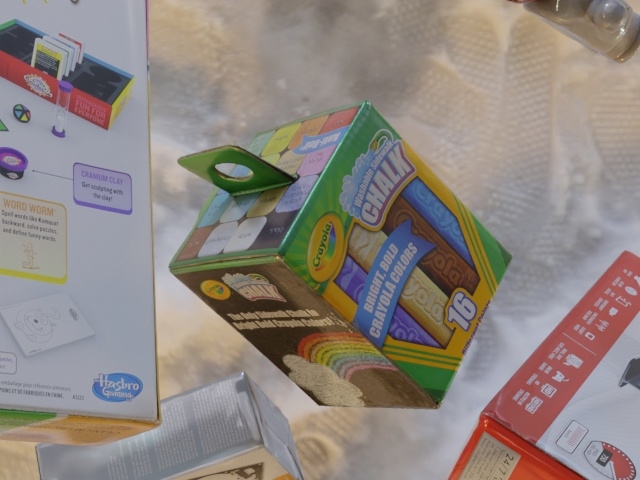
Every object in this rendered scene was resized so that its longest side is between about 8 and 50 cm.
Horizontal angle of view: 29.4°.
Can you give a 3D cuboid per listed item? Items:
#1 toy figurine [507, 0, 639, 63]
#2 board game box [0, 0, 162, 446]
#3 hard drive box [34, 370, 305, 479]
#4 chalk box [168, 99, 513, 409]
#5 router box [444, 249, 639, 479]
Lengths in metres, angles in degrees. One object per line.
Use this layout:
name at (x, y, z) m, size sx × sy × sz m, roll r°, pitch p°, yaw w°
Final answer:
toy figurine at (0.202, -0.244, 0.806) m, size 0.148 × 0.209 × 0.213 m, roll 24°, pitch 56°, yaw -38°
board game box at (-0.203, -0.060, 0.640) m, size 0.242 × 0.064 × 0.316 m, roll 13°, pitch 64°, yaw -39°
hard drive box at (-0.151, 0.239, 1.280) m, size 0.232 × 0.181 × 0.089 m, roll -20°, pitch 61°, yaw 6°
chalk box at (0.000, 0.000, 1.112) m, size 0.289 × 0.180 × 0.179 m, roll 46°, pitch 59°, yaw -27°
router box at (0.299, 0.169, 0.943) m, size 0.301 × 0.335 × 0.082 m, roll 32°, pitch 123°, yaw 16°
